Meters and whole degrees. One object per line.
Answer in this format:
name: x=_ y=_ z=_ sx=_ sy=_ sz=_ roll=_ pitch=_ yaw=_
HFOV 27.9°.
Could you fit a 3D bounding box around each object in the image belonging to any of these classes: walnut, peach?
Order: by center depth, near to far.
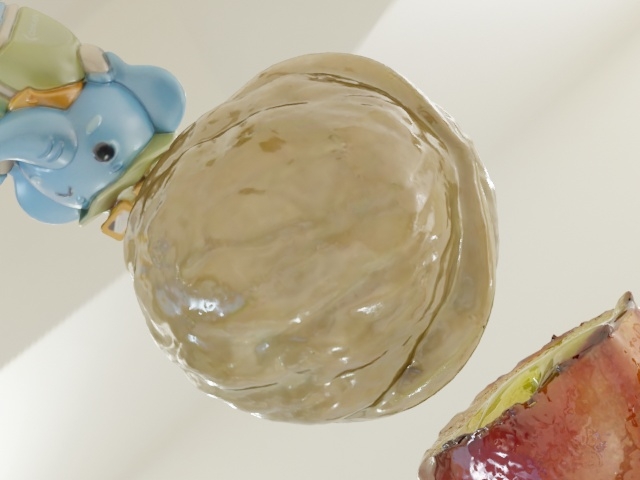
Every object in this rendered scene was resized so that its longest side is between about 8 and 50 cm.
walnut: x=0.000 y=0.000 z=0.969 sx=0.285 sy=0.296 sz=0.285 roll=1 pitch=-88 yaw=28
peach: x=0.239 y=0.194 z=1.295 sx=0.281 sy=0.281 sz=0.338 roll=-119 pitch=-158 yaw=-51

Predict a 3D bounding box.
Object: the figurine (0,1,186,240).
figurine: x=-0.251 y=-0.108 z=1.198 sx=0.180 sy=0.262 sz=0.154 roll=-65 pitch=-161 yaw=-2
